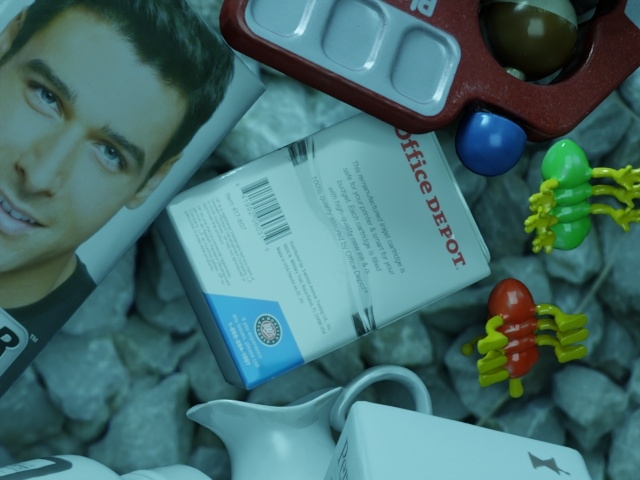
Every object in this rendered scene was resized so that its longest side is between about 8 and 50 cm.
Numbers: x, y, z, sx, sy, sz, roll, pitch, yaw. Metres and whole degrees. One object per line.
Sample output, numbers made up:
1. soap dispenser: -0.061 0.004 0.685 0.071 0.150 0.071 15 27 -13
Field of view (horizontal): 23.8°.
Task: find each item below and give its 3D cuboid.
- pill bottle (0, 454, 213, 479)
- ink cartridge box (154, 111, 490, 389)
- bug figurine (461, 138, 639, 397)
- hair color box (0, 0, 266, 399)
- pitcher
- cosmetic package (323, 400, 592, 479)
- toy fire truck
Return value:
1. pill bottle: -0.205 0.234 0.962 0.318 0.176 0.176 -7 88 -42
2. ink cartridge box: 0.000 0.000 1.113 0.203 0.086 0.148 -24 92 -14
3. bug figurine: 0.232 0.008 1.136 0.279 0.072 0.216 -12 127 -16
4. hair color box: -0.232 -0.034 1.019 0.374 0.113 0.185 -51 123 -11
5. pitcher: 0.011 0.200 1.085 0.178 0.125 0.207 -13 85 -9
6. cosmetic package: 0.034 0.355 0.933 0.161 0.230 0.453 14 114 -12
7. toy fire truck: 0.100 -0.186 1.083 0.302 0.169 0.254 25 76 -18
